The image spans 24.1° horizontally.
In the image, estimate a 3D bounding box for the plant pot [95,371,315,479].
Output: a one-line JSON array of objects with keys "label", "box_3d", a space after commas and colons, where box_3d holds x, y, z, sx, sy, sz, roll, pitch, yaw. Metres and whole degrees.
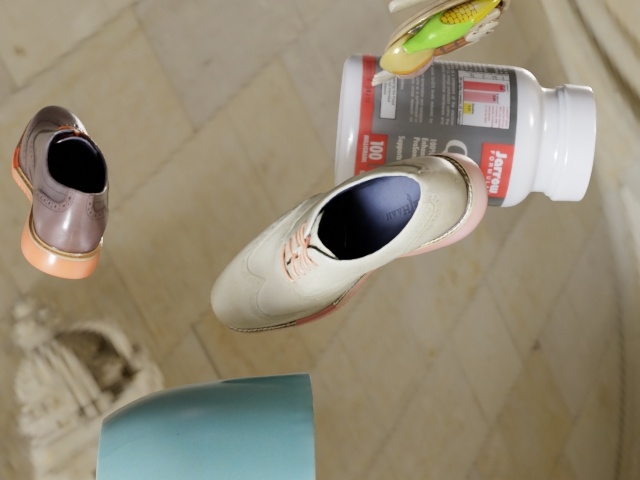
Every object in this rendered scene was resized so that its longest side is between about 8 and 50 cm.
[{"label": "plant pot", "box_3d": [-0.132, 0.293, 1.679, 0.235, 0.293, 0.293, 1, -161, -4]}]

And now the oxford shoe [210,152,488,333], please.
[{"label": "oxford shoe", "box_3d": [0.000, 0.000, 1.775, 0.397, 0.140, 0.146, -32, 164, 29]}]

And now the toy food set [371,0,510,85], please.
[{"label": "toy food set", "box_3d": [0.111, -0.179, 1.327, 0.132, 0.038, 0.192, -23, 168, -8]}]

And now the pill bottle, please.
[{"label": "pill bottle", "box_3d": [0.208, -0.158, 2.197, 0.363, 0.210, 0.210, 4, -159, -1]}]

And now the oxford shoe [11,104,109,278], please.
[{"label": "oxford shoe", "box_3d": [-0.242, -0.074, 1.463, 0.097, 0.098, 0.271, 11, -151, -22]}]
